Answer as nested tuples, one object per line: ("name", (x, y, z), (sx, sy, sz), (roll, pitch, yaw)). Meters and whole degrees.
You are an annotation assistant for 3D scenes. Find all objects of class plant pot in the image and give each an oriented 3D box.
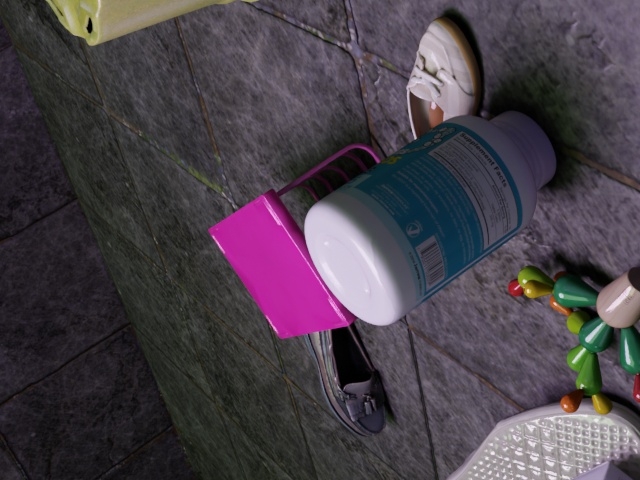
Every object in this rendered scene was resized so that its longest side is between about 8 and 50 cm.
("plant pot", (-0.236, -0.389, 1.392), (0.276, 0.254, 0.276), (45, 156, 27))

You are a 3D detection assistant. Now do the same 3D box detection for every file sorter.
("file sorter", (0.000, 0.000, 1.528), (0.202, 0.182, 0.290), (57, 159, -4))

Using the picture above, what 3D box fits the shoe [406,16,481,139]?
("shoe", (0.137, -0.151, 1.207), (0.076, 0.058, 0.219), (39, 152, 36))

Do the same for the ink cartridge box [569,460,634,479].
("ink cartridge box", (0.371, 0.391, 1.233), (0.219, 0.160, 0.092), (38, 141, -4))

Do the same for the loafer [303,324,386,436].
("loafer", (0.050, 0.231, 1.864), (0.084, 0.096, 0.268), (-6, 113, 59))

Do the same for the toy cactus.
("toy cactus", (0.302, 0.092, 1.168), (0.219, 0.112, 0.180), (56, 150, 24))

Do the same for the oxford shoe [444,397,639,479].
("oxford shoe", (0.292, 0.311, 1.443), (0.169, 0.130, 0.449), (51, 143, 10))

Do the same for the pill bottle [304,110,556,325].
("pill bottle", (0.124, -0.036, 1.119), (0.146, 0.264, 0.146), (44, 154, 28))
